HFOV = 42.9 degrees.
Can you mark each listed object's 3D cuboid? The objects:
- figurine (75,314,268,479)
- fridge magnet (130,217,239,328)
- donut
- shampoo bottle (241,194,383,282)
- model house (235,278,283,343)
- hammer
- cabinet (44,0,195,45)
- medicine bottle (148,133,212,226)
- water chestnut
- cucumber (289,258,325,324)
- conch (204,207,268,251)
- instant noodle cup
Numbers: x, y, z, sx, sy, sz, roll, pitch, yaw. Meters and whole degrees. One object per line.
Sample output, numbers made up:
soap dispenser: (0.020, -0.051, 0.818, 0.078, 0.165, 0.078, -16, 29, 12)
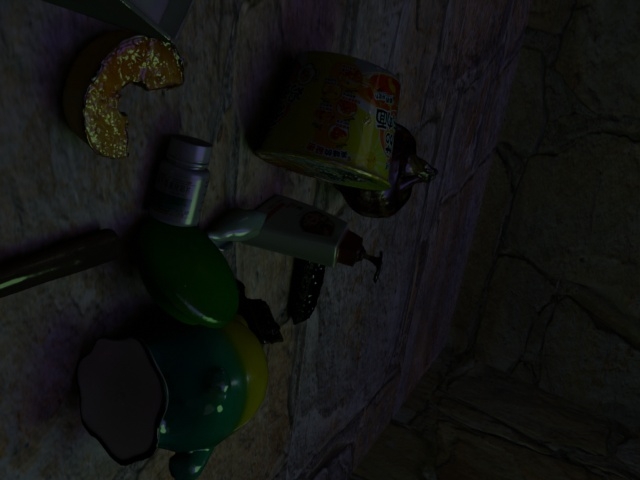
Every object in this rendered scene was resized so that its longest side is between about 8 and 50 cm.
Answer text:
figurine: (-0.215, 0.233, 1.360, 0.340, 0.232, 0.323, -6, 88, -61)
fridge magnet: (-0.209, 0.051, 1.292, 0.088, 0.208, 0.208, -36, 167, 19)
donut: (-0.263, -0.202, 1.054, 0.181, 0.078, 0.146, -55, 155, -14)
shampoo bottle: (0.000, 0.000, 1.577, 0.153, 0.284, 0.071, -43, 145, -50)
model house: (-0.133, 0.152, 1.597, 0.165, 0.152, 0.106, 1, 116, -65)
hammer: (-0.407, 0.055, 1.005, 0.440, 0.044, 0.168, -25, 135, -60)
cabinet: (-0.233, -0.317, 0.826, 0.145, 0.206, 0.150, -66, 159, -3)
medicine bottle: (-0.213, -0.093, 1.260, 0.080, 0.080, 0.130, -17, 126, -63)
water chestnut: (0.144, -0.159, 1.842, 0.224, 0.238, 0.223, -38, 134, -56)
cucumber: (-0.026, 0.077, 1.881, 0.072, 0.072, 0.300, -38, 145, -51)
conch: (-0.158, -0.024, 1.499, 0.180, 0.088, 0.065, -24, 89, -48)
instant noodle cup: (0.029, -0.219, 1.497, 0.264, 0.264, 0.200, 21, 84, -68)
